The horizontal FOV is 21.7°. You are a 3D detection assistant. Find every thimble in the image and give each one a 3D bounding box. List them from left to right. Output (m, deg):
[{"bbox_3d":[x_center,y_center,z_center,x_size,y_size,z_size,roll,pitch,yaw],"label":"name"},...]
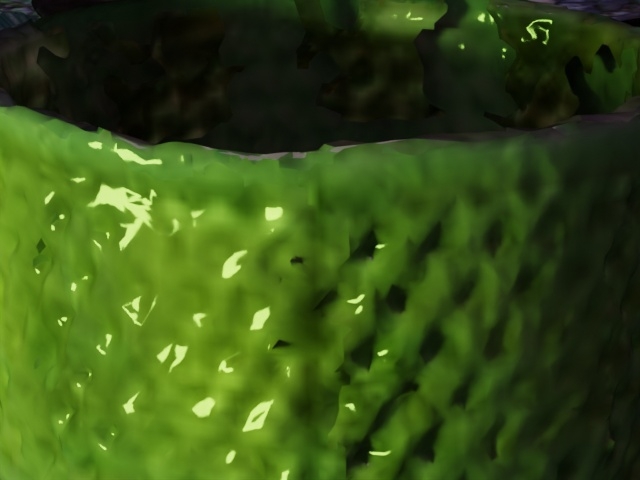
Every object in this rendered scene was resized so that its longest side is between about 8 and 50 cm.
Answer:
[{"bbox_3d":[0.000,0.000,0.620,0.271,0.150,0.271,0,19,0],"label":"thimble"}]

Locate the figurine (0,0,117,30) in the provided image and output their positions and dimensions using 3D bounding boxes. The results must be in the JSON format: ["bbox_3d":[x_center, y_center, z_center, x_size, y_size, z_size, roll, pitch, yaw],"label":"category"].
[{"bbox_3d":[-0.140,-0.096,0.986,0.245,0.110,0.138,3,2,33],"label":"figurine"}]

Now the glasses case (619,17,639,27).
[{"bbox_3d":[0.257,-0.070,0.886,0.122,0.082,0.321,-16,23,-36],"label":"glasses case"}]
